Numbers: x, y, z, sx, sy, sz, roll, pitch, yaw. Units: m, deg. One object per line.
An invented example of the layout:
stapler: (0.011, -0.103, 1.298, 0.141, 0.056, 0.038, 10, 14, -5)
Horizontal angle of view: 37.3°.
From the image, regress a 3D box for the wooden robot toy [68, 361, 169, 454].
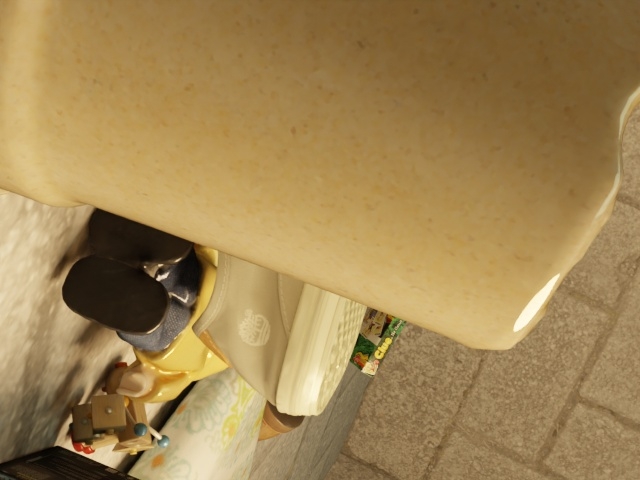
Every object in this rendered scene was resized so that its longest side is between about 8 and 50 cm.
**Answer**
wooden robot toy: (-0.190, 0.149, 0.865, 0.173, 0.076, 0.079, 80, 1, -71)

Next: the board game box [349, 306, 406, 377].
board game box: (0.064, 0.132, 1.634, 0.136, 0.030, 0.259, -61, -156, 0)

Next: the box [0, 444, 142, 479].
box: (-0.153, 0.235, 0.722, 0.183, 0.232, 0.059, 23, 86, -79)

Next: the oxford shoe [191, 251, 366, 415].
oxford shoe: (0.006, -0.094, 0.717, 0.169, 0.130, 0.450, 12, 96, -77)

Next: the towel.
towel: (-0.177, 0.331, 1.210, 0.321, 0.090, 0.375, -58, 167, -45)

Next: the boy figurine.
boy figurine: (-0.128, 0.056, 0.819, 0.285, 0.092, 0.177, 84, 23, -72)

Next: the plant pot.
plant pot: (0.009, -0.106, 0.487, 0.334, 0.305, 0.334, -60, 172, -14)

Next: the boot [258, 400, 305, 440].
boot: (-0.062, 0.211, 1.530, 0.115, 0.112, 0.305, -36, -169, 31)
